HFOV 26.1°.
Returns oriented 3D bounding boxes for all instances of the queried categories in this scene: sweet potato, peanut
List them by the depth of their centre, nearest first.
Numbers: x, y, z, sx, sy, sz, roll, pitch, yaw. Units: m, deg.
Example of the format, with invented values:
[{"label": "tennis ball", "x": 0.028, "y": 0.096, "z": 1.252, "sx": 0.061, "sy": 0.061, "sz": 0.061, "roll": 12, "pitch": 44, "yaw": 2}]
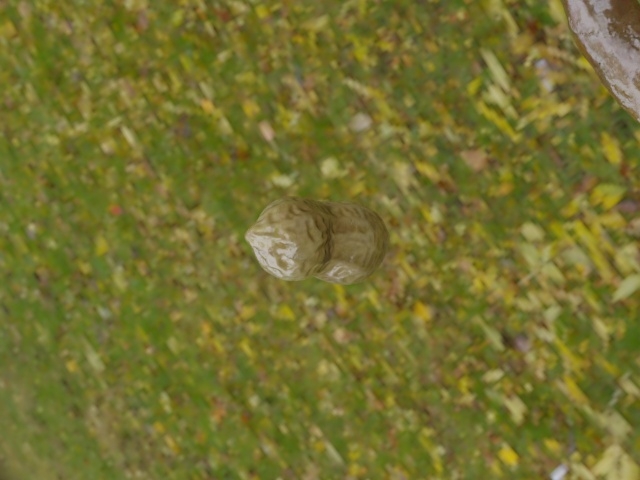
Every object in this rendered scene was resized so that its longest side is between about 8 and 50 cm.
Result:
[{"label": "peanut", "x": 0.000, "y": 0.000, "z": 0.764, "sx": 0.054, "sy": 0.113, "sz": 0.054, "roll": -1, "pitch": 88, "yaw": 36}, {"label": "sweet potato", "x": 0.185, "y": -0.162, "z": 0.913, "sx": 0.218, "sy": 0.051, "sz": 0.065, "roll": 61, "pitch": 153, "yaw": 0}]
